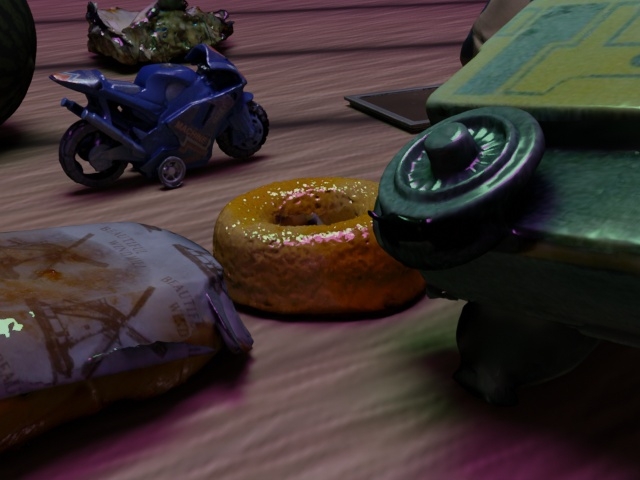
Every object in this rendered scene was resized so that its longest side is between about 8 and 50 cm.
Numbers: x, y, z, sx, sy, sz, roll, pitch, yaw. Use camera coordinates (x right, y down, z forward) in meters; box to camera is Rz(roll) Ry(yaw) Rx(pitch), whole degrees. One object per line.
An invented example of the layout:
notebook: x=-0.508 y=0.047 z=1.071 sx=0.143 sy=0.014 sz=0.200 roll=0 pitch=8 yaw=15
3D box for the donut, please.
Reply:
donut: x=0.000 y=0.000 z=0.645 sx=0.152 sy=0.058 sz=0.152 roll=-3 pitch=22 yaw=1

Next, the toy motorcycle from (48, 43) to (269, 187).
toy motorcycle: x=-0.134 y=-0.112 z=0.842 sx=0.205 sy=0.114 sz=0.076 roll=-14 pitch=27 yaw=-31

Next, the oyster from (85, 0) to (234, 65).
oyster: x=-0.229 y=-0.298 z=1.344 sx=0.198 sy=0.092 sz=0.259 roll=2 pitch=13 yaw=6

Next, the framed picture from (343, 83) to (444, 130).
framed picture: x=0.139 y=-0.153 z=1.070 sx=0.183 sy=0.011 sz=0.142 roll=-12 pitch=25 yaw=-26

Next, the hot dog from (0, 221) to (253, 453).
hot dog: x=-0.163 y=0.049 z=0.503 sx=0.271 sy=0.081 sz=0.163 roll=-9 pitch=31 yaw=-39

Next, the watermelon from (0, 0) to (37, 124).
watermelon: x=-0.379 y=-0.191 z=0.922 sx=0.212 sy=0.212 sz=0.212 roll=-1 pitch=22 yaw=0

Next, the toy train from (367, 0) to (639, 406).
toy train: x=0.194 y=-0.022 z=0.438 sx=0.237 sy=0.150 sz=0.369 roll=-43 pitch=32 yaw=-25

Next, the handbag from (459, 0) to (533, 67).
handbag: x=0.265 y=-0.131 z=0.724 sx=0.252 sy=0.190 sz=0.193 roll=9 pitch=39 yaw=-32
